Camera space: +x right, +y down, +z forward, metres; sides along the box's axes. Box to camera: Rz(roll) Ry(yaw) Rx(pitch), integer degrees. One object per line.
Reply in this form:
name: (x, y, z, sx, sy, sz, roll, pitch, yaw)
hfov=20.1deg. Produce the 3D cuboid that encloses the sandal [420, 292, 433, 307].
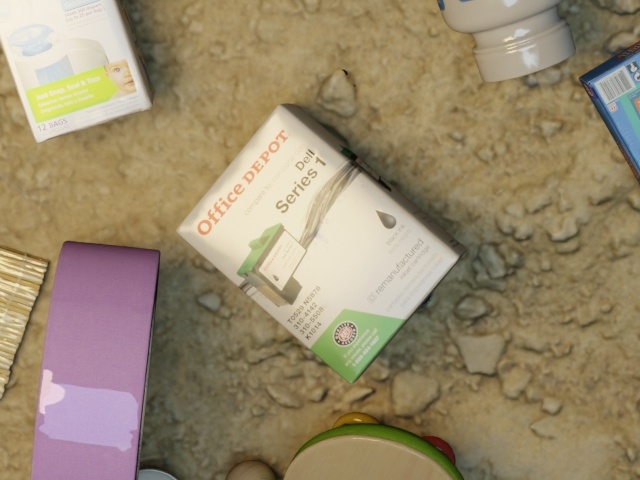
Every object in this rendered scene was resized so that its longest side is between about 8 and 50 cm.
sandal: (0.038, 0.003, 1.722, 0.067, 0.040, 0.179, -41, 101, 5)

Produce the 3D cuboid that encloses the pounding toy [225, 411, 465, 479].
pounding toy: (0.044, 0.231, 1.754, 0.237, 0.110, 0.183, -25, 116, 32)

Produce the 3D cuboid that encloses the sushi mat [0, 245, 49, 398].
sushi mat: (-0.432, 0.041, 1.717, 0.317, 0.019, 0.151, 18, 101, -7)

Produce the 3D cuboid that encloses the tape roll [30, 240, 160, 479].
tape roll: (-0.201, 0.140, 1.619, 0.090, 0.275, 0.274, 6, 101, -3)

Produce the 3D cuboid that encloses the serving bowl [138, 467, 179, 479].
serving bowl: (-0.168, 0.260, 1.772, 0.083, 0.027, 0.083, -1, 102, -3)

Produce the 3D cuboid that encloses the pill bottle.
pill bottle: (0.155, -0.262, 1.631, 0.124, 0.124, 0.221, -19, 103, 1)

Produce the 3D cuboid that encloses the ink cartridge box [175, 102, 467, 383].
ink cartridge box: (0.000, 0.000, 1.666, 0.219, 0.092, 0.160, 40, 98, 5)

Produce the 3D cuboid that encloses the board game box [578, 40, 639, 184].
board game box: (0.367, -0.105, 1.714, 0.160, 0.047, 0.210, -31, 101, 3)

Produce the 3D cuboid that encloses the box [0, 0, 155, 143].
box: (-0.235, -0.205, 1.632, 0.114, 0.103, 0.203, -17, 102, 0)
